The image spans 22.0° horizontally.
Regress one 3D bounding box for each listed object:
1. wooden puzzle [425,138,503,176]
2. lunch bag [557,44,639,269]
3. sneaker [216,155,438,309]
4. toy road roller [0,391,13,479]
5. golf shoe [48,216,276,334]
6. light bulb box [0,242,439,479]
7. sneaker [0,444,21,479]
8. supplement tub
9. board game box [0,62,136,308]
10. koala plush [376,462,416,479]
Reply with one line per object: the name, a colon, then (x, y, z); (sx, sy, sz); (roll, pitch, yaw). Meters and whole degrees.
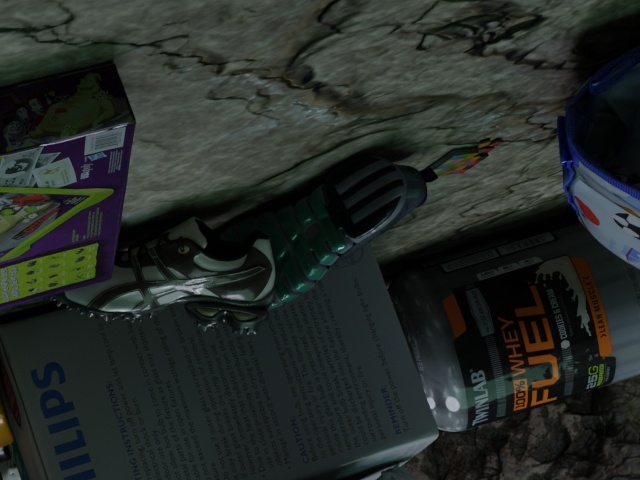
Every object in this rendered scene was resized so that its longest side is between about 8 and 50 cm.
wooden puzzle: (0.122, -0.070, 1.461); (0.049, 0.006, 0.083); (-9, 163, -37)
lunch bag: (0.390, -0.063, 1.341); (0.386, 0.238, 0.328); (2, 171, 11)
sneaker: (0.000, 0.000, 1.423); (0.224, 0.083, 0.098); (-28, 169, 31)
toy road roller: (-0.375, 0.243, 1.531); (0.203, 0.240, 0.329); (-16, 166, -11)
golf shoe: (-0.134, 0.018, 1.358); (0.198, 0.093, 0.077); (5, -156, -12)
light bulb box: (-0.121, 0.178, 1.653); (0.361, 0.225, 0.358); (-16, 166, -15)
sneaker: (-0.331, 0.251, 2.002); (0.237, 0.085, 0.086); (-22, 140, 29)
supplement tub: (0.207, 0.095, 1.831); (0.316, 0.193, 0.193); (-17, 166, -7)
board game box: (-0.239, -0.013, 1.125); (0.208, 0.056, 0.347); (-19, 167, -15)
koala plush: (0.011, 0.298, 1.539); (0.196, 0.203, 0.221); (-40, 179, 24)
